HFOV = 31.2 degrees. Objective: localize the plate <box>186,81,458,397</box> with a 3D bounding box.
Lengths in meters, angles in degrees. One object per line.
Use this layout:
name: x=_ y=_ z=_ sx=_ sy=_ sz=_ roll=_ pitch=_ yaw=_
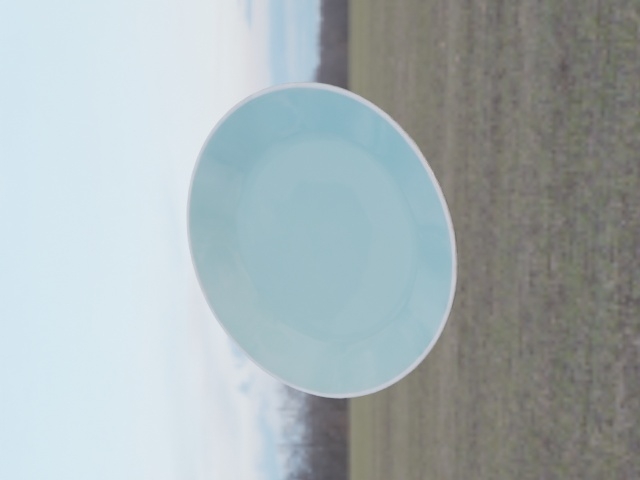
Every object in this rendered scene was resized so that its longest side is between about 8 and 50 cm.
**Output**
plate: x=0.000 y=0.000 z=0.672 sx=0.024 sy=0.188 sz=0.188 roll=-22 pitch=-63 yaw=-55
